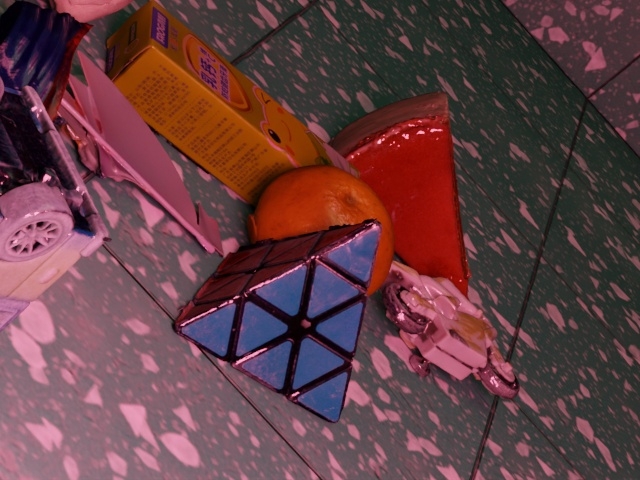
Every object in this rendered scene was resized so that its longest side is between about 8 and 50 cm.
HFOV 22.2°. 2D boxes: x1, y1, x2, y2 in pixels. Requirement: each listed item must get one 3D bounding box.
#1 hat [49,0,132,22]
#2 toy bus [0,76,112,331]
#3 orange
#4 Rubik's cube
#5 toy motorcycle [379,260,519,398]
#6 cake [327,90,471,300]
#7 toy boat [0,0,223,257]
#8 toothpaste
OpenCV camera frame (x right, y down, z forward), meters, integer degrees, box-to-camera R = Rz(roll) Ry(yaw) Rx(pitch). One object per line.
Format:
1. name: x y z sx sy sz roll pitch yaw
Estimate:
1. hat: -0.279 -0.351 1.688 0.219 0.164 0.226 -106 169 -49
2. toy bus: -0.307 -0.028 1.027 0.312 0.190 0.152 14 41 -56
3. orange: 0.000 0.000 1.669 0.154 0.134 0.155 18 44 -18
4. Rubik's cube: -0.025 0.088 1.562 0.190 0.211 0.178 -140 -154 -73
5. toy motorcycle: 0.139 0.092 1.845 0.228 0.074 0.151 34 24 -31
6. cake: 0.147 -0.061 1.993 0.262 0.159 0.158 46 19 -14
7. toy boat: -0.200 -0.121 1.560 0.318 0.072 0.219 32 30 -44
8. toothpaste: -0.087 -0.114 1.742 0.327 0.077 0.110 39 25 -26
